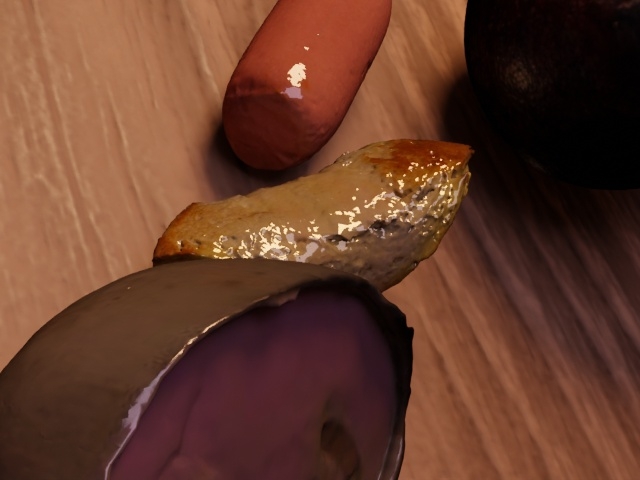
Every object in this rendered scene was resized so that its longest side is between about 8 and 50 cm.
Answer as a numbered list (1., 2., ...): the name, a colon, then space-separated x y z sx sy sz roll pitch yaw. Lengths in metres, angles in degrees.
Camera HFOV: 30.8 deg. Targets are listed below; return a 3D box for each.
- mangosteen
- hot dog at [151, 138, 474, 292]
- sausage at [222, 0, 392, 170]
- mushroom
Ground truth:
1. mangosteen: 0.179 -0.134 0.662 0.216 0.216 0.216 19 48 -23
2. hot dog: 0.001 0.001 0.539 0.169 0.061 0.078 -18 35 -22
3. sausage: -0.004 -0.099 0.612 0.062 0.062 0.154 34 45 -9
4. mushroom: -0.050 0.072 0.414 0.117 0.141 0.188 25 28 32
